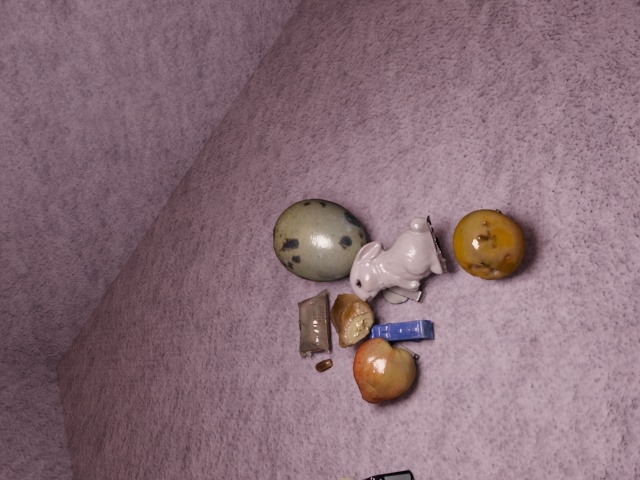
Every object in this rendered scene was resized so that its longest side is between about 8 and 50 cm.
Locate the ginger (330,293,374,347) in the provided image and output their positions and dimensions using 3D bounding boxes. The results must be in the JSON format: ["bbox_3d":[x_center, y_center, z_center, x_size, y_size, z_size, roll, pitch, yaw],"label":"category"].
[{"bbox_3d":[0.111,0.309,1.687,0.275,0.130,0.221,122,160,-59],"label":"ginger"}]

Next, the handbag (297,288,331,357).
[{"bbox_3d":[-0.033,0.353,1.857,0.182,0.117,0.270,-25,58,40],"label":"handbag"}]

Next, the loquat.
[{"bbox_3d":[0.550,0.006,1.441,0.244,0.244,0.243,-17,62,34],"label":"loquat"}]

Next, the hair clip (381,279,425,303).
[{"bbox_3d":[0.303,0.179,1.689,0.220,0.054,0.140,21,90,46],"label":"hair clip"}]

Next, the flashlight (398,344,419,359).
[{"bbox_3d":[0.321,0.405,1.595,0.083,0.018,0.018,26,90,44],"label":"flashlight"}]

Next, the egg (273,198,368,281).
[{"bbox_3d":[0.000,0.000,1.821,0.428,0.345,0.345,10,78,39],"label":"egg"}]

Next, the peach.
[{"bbox_3d":[0.212,0.462,1.532,0.233,0.232,0.232,-17,62,34],"label":"peach"}]

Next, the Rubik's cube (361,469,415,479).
[{"bbox_3d":[0.180,0.879,1.357,0.248,0.250,0.246,-34,53,22],"label":"Rubik's cube"}]

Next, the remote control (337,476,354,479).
[{"bbox_3d":[0.093,0.908,1.563,0.074,0.032,0.122,-18,61,34],"label":"remote control"}]

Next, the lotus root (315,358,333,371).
[{"bbox_3d":[0.011,0.514,1.803,0.083,0.030,0.037,-32,55,27],"label":"lotus root"}]

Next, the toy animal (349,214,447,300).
[{"bbox_3d":[0.265,0.075,1.597,0.357,0.194,0.257,-19,95,16],"label":"toy animal"}]

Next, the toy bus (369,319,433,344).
[{"bbox_3d":[0.287,0.331,1.604,0.237,0.094,0.079,-15,62,35],"label":"toy bus"}]
